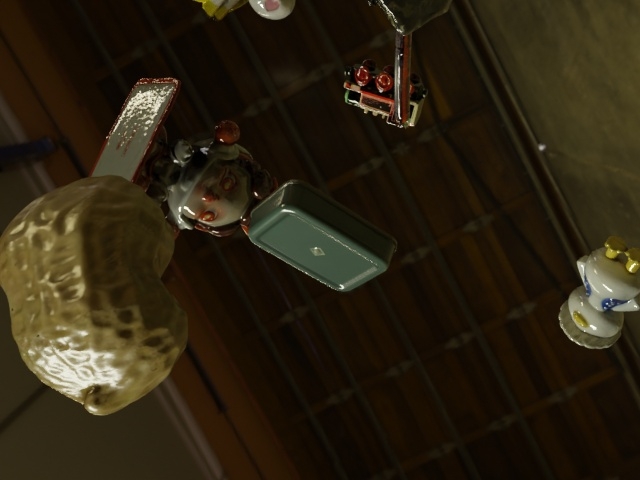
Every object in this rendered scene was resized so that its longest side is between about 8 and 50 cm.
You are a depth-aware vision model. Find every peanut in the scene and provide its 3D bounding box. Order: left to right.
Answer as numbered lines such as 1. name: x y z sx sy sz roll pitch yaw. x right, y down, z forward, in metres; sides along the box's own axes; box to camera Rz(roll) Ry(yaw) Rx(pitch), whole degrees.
1. peanut: -0.227 0.054 0.800 0.110 0.197 0.233 26 -135 -68

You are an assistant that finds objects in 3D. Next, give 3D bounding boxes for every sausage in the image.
1. sausage: 0.121 -0.254 1.168 0.028 0.025 0.198 -49 -33 -44

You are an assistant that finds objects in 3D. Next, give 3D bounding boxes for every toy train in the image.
1. toy train: 0.100 -0.235 1.280 0.050 0.138 0.087 -50 -23 -58

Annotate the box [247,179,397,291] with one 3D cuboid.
1. box: 0.000 0.000 0.736 0.126 0.091 0.031 32 -127 -21

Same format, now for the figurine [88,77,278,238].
1. figurine: -0.157 -0.074 1.036 0.226 0.183 0.160 28 174 -34

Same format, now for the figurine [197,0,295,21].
1. figurine: -0.078 -0.334 0.969 0.109 0.178 0.129 9 -92 -60

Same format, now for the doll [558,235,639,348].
1. doll: 0.512 0.100 1.449 0.138 0.119 0.293 41 155 25

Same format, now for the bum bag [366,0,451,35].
1. bum bag: 0.045 -0.297 0.774 0.248 0.069 0.102 35 -127 -27
